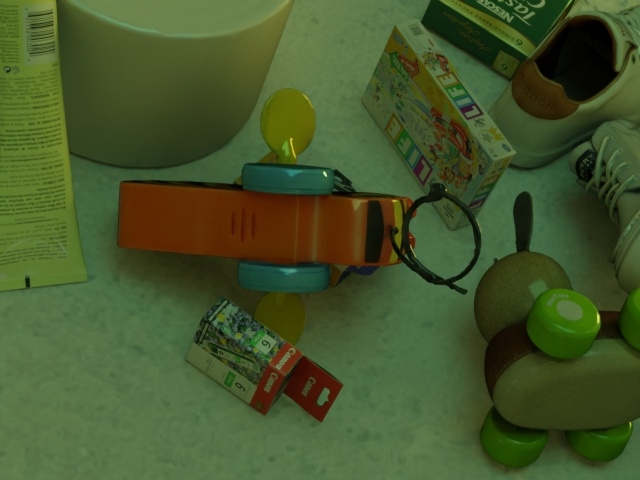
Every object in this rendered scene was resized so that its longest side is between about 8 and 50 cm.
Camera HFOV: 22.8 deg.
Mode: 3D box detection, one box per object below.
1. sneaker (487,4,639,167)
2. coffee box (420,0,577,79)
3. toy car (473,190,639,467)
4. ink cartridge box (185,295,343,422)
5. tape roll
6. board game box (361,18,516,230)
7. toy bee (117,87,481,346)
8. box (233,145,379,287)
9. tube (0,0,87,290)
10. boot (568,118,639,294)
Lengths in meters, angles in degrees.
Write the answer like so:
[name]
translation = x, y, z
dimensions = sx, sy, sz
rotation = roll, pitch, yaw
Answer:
[sneaker]
translation = 0.279, -0.168, 1.464
dimensions = 0.106, 0.123, 0.290
rotation = 44, 53, 17
[coffee box]
translation = 0.188, -0.242, 1.535
dimensions = 0.113, 0.040, 0.184
rotation = 35, 52, 7
[toy car]
translation = 0.183, 0.058, 1.263
dimensions = 0.149, 0.155, 0.188
rotation = -1, 44, -19
[ink cartridge box]
translation = -0.044, 0.098, 1.200
dimensions = 0.115, 0.063, 0.029
rotation = 35, 51, 8
[tape roll]
translation = -0.147, -0.205, 1.315
dimensions = 0.246, 0.169, 0.246
rotation = 9, 54, -12
[board game box]
translation = 0.098, -0.099, 1.363
dimensions = 0.026, 0.103, 0.154
rotation = -20, 64, -29
[toy bee]
translation = 0.000, 0.000, 1.229
dimensions = 0.298, 0.195, 0.162
rotation = 29, 15, 24
[box]
translation = 0.000, -0.021, 1.324
dimensions = 0.136, 0.028, 0.081
rotation = 42, 54, 10
[tube]
translation = -0.226, -0.078, 1.189
dimensions = 0.070, 0.240, 0.062
rotation = 4, 17, 17
[boot]
translation = 0.261, -0.034, 1.353
dimensions = 0.123, 0.095, 0.258
rotation = 32, 23, 14
